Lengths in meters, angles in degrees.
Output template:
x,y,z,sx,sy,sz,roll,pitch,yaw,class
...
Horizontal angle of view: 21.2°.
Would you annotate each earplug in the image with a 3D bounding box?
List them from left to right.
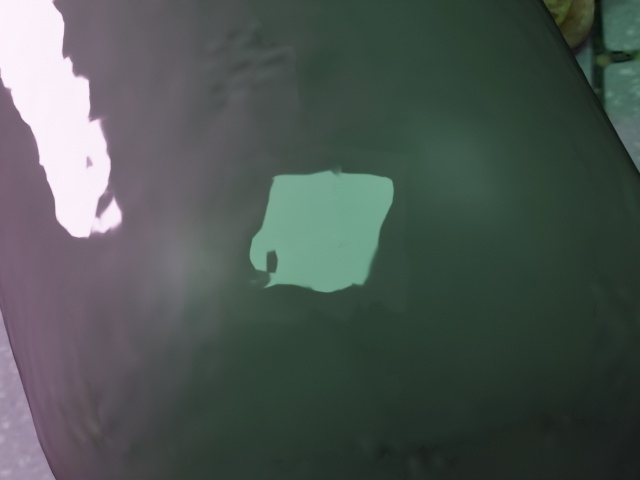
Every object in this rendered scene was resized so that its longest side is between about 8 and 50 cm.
x,y,z,sx,sy,sz,roll,pitch,yaw,class
0.000,0.000,0.820,0.313,0.312,0.394,-20,49,-4,earplug

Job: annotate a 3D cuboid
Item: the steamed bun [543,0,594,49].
x,y,z,sx,sy,sz,roll,pitch,yaw,class
0.057,-0.231,1.129,0.292,0.137,0.295,-21,50,-1,steamed bun
